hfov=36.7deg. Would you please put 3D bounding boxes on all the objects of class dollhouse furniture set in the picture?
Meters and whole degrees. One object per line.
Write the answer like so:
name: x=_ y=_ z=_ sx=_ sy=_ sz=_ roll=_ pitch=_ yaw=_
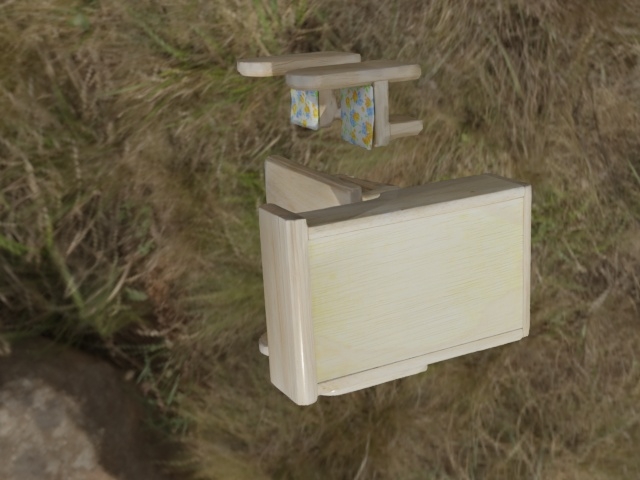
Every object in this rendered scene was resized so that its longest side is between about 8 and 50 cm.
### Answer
dollhouse furniture set: x=0.000 y=0.000 z=1.040 sx=0.256 sy=0.394 sz=0.362 roll=-11 pitch=108 yaw=-26
